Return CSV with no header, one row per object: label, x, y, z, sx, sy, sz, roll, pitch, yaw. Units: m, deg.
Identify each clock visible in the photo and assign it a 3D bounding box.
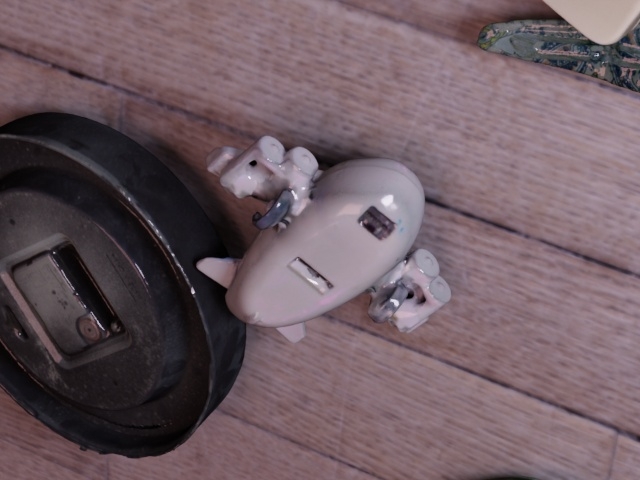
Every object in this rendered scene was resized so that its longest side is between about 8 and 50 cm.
clock,-0.244,0.047,2.060,0.386,0.076,0.386,21,129,29

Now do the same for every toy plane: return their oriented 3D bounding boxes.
toy plane,-0.001,0.004,1.866,0.267,0.122,0.267,11,135,11

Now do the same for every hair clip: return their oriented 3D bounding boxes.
hair clip,0.243,-0.156,1.670,0.229,0.036,0.066,12,125,21

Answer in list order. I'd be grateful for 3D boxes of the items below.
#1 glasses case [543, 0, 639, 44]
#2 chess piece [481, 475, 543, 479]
glasses case,0.269,-0.302,1.543,0.131,0.070,0.313,41,129,8
chess piece,0.201,0.396,1.932,0.194,0.194,0.299,-6,121,35
